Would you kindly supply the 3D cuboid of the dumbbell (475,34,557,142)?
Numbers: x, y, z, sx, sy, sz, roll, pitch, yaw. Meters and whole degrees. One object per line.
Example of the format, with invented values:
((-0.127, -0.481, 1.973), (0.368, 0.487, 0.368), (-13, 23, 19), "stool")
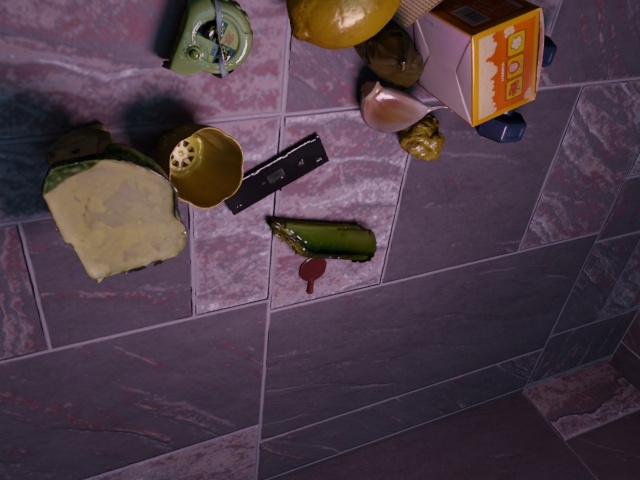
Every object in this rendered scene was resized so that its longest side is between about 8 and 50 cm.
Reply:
((0.575, -0.457, 1.786), (0.144, 0.160, 0.325), (-37, 147, -47), "dumbbell")

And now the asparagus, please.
((0.000, 0.000, 1.852), (0.382, 0.108, 0.128), (4, 125, -31), "asparagus")

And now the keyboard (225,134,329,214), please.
((-0.126, -0.184, 1.677), (0.317, 0.027, 0.106), (-30, 132, -6), "keyboard")

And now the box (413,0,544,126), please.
((0.398, -0.496, 1.544), (0.214, 0.283, 0.259), (-25, 135, -9), "box")

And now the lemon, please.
((0.054, -0.551, 1.331), (0.263, 0.236, 0.236), (-12, 132, -13), "lemon")

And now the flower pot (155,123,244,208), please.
((-0.308, -0.192, 1.437), (0.195, 0.179, 0.195), (-16, 118, -32), "flower pot")

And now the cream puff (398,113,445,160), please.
((0.305, -0.307, 1.754), (0.146, 0.146, 0.116), (8, 120, -35), "cream puff")

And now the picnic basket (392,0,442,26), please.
((0.223, -0.603, 1.430), (0.164, 0.079, 0.115), (-27, 152, 38), "picnic basket")

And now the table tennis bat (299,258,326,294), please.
((-0.027, 0.116, 1.994), (0.098, 0.019, 0.155), (-10, 128, -25), "table tennis bat")

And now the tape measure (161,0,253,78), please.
((-0.240, -0.456, 1.327), (0.175, 0.106, 0.200), (13, 117, -22), "tape measure")

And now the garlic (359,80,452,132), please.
((0.219, -0.358, 1.647), (0.266, 0.148, 0.128), (2, 104, -25), "garlic")

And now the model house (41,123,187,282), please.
((-0.458, -0.117, 1.352), (0.261, 0.266, 0.321), (-17, 132, -9), "model house")

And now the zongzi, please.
((0.208, -0.431, 1.480), (0.123, 0.289, 0.260), (-46, 136, 14), "zongzi")
